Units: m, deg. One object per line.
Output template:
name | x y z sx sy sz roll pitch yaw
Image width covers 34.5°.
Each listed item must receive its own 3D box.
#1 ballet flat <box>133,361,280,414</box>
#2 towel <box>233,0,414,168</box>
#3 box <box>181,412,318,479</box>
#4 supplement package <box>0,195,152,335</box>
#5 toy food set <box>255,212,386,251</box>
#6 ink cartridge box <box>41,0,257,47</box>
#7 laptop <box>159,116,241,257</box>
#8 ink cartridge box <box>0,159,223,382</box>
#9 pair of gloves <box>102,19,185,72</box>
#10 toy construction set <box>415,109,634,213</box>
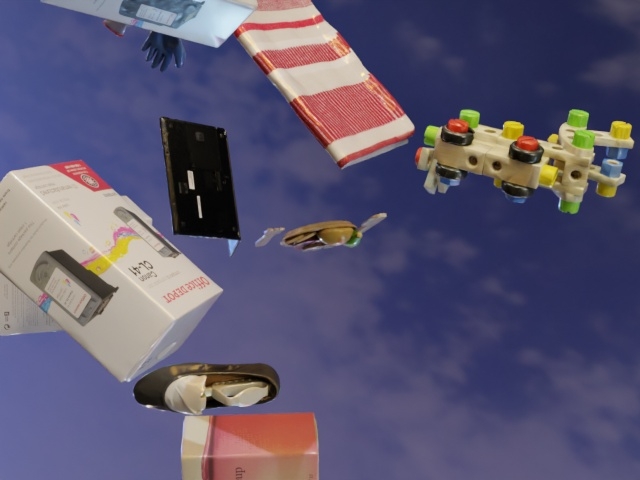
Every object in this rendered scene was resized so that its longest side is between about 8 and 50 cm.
ballet flat | -0.205 0.276 1.931 0.096 0.280 0.095 -139 -133 -63
towel | -0.010 -0.258 1.505 0.037 0.237 0.329 -42 -98 32
box | -0.120 0.393 1.781 0.127 0.232 0.148 -99 -172 -65
supplement package | -0.455 0.037 1.845 0.198 0.262 0.199 -148 -121 -61
toy food set | 0.000 0.000 1.604 0.132 0.192 0.038 141 -60 -70
ink cartridge box | -0.150 -0.255 0.891 0.072 0.175 0.127 -34 -122 45
laptop | -0.243 -0.099 2.056 0.136 0.264 0.234 -19 -106 39
ink cartridge box | -0.315 0.034 1.474 0.306 0.226 0.131 40 -76 4
pair of gloves | -0.331 -0.415 1.980 0.198 0.023 0.159 40 -42 -3
toy construction set | 0.280 -0.128 1.525 0.327 0.215 0.151 2 -69 27
